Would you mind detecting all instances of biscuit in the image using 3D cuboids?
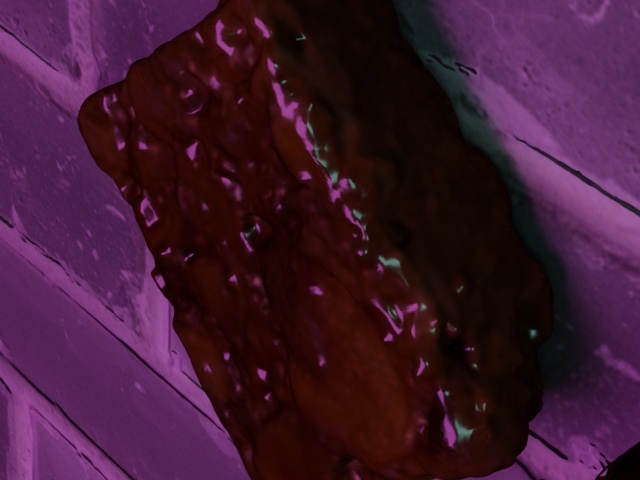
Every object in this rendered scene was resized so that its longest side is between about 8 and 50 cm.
[{"bbox_3d":[0.000,0.000,1.308,0.342,0.166,0.395,-21,96,55],"label":"biscuit"}]

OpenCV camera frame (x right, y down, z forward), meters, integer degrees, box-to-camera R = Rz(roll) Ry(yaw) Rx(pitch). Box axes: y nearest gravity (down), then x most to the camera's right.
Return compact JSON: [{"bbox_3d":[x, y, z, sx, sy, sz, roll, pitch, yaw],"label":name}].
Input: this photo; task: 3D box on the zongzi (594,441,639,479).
[{"bbox_3d":[0.288,0.172,0.797,0.403,0.432,0.208,3,119,51],"label":"zongzi"}]
